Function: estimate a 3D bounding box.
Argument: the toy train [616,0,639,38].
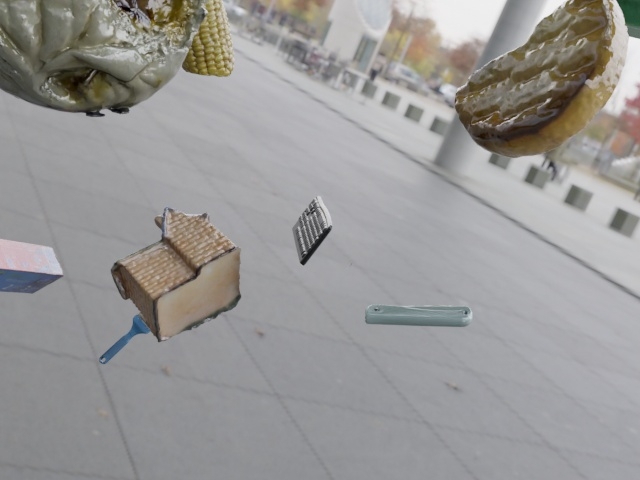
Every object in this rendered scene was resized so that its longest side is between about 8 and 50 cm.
[{"bbox_3d":[0.629,-0.416,1.722,0.301,0.120,0.202,18,1,13],"label":"toy train"}]

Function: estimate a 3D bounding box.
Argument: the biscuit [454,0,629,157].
[{"bbox_3d":[0.313,-0.218,1.302,0.091,0.274,0.213,28,46,-35],"label":"biscuit"}]

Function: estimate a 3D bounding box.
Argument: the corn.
[{"bbox_3d":[-0.272,-0.508,1.864,0.144,0.387,0.144,-11,20,4],"label":"corn"}]

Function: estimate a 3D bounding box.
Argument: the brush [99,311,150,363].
[{"bbox_3d":[-0.428,0.215,2.056,0.051,0.164,0.014,46,-5,23],"label":"brush"}]

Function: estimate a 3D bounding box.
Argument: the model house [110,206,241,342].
[{"bbox_3d":[-0.257,0.049,1.603,0.183,0.166,0.172,-31,59,-28],"label":"model house"}]

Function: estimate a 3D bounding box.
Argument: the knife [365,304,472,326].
[{"bbox_3d":[0.148,0.111,1.400,0.162,0.023,0.044,1,34,2],"label":"knife"}]

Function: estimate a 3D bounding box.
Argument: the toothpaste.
[{"bbox_3d":[-0.543,0.041,1.539,0.066,0.076,0.320,63,8,11],"label":"toothpaste"}]

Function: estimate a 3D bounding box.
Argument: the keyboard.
[{"bbox_3d":[-0.010,-0.007,1.787,0.041,0.103,0.381,34,9,-19],"label":"keyboard"}]

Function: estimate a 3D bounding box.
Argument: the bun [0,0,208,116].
[{"bbox_3d":[-0.277,-0.250,1.066,0.282,0.204,0.281,4,-17,1],"label":"bun"}]
